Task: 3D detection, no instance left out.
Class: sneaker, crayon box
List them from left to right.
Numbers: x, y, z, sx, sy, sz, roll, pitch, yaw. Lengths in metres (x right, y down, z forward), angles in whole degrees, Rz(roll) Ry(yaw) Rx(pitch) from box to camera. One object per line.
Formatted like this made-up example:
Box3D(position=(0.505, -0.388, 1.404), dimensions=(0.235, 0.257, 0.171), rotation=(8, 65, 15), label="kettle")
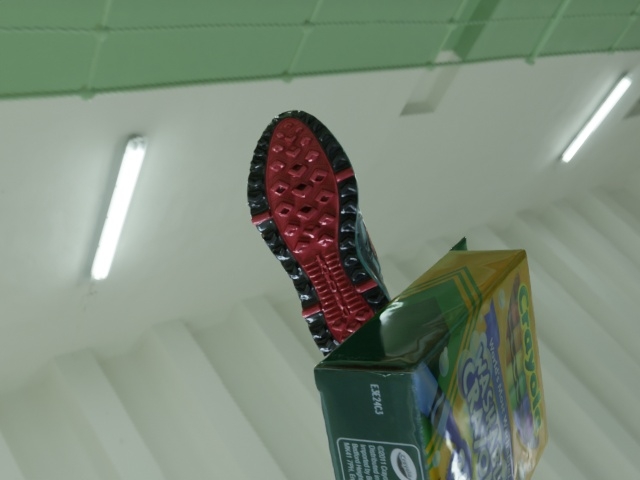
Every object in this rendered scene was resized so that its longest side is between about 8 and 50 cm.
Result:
Box3D(position=(0.000, 0.000, 0.777), dimensions=(0.104, 0.261, 0.125), rotation=(-17, -170, 4), label="sneaker")
Box3D(position=(0.121, 0.133, 0.671), dimensions=(0.083, 0.203, 0.323), rotation=(-3, -165, 30), label="crayon box")
